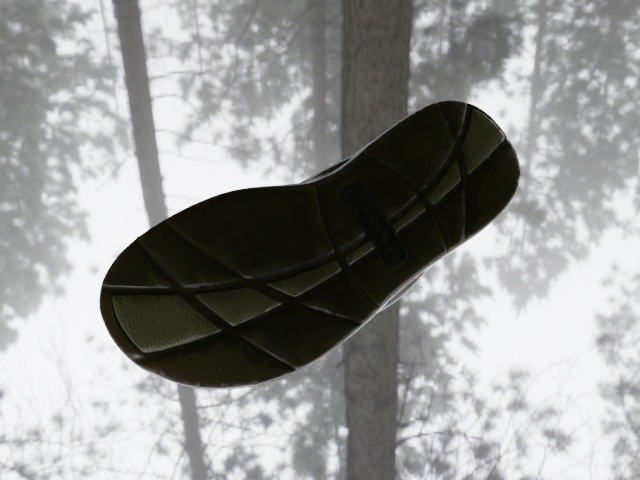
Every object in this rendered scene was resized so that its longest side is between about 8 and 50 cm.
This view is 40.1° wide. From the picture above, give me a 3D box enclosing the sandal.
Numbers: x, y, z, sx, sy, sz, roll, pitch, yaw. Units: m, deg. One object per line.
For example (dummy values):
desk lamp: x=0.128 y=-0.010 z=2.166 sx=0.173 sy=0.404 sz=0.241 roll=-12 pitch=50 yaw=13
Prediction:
sandal: x=0.000 y=0.000 z=0.427 sx=0.219 sy=0.090 sz=0.060 roll=-33 pitch=180 yaw=-21
